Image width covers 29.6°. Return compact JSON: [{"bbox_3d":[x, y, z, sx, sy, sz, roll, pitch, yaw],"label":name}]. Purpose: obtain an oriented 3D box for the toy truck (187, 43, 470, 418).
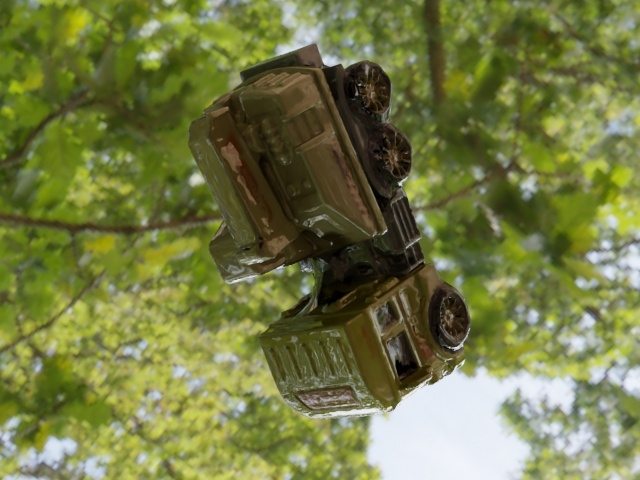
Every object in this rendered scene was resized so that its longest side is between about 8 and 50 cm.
[{"bbox_3d":[0.000,0.000,1.332,0.254,0.181,0.405,-32,-74,-45],"label":"toy truck"}]
